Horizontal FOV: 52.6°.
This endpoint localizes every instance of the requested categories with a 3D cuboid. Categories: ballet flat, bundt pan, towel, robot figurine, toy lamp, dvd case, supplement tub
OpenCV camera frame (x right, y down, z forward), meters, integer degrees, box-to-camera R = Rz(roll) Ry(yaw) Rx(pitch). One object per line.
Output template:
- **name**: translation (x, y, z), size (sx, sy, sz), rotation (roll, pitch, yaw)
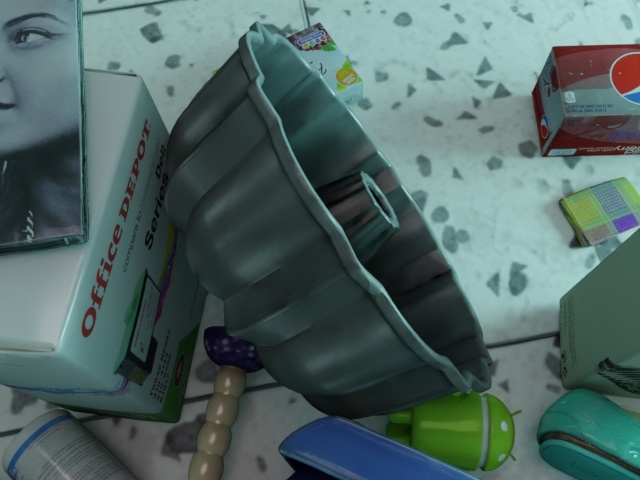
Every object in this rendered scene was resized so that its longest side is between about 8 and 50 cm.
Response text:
- **ballet flat**: translation (0.305, 0.202, 0.539), size (0.247, 0.083, 0.087), rotation (32, 57, 13)
- **bundt pan**: translation (0.000, 0.000, 0.526), size (0.124, 0.331, 0.331), rotation (-34, 67, 16)
- **towel**: translation (0.296, -0.031, 0.675), size (0.083, 0.009, 0.060), rotation (-21, 67, -8)
- **robot figurine**: translation (0.115, 0.164, 0.566), size (0.115, 0.067, 0.101), rotation (5, 95, 5)
- **toy lamp**: translation (-0.104, 0.212, 0.549), size (0.080, 0.080, 0.275), rotation (9, 67, 6)
- **dvd case**: translation (-0.234, -0.088, 0.413), size (0.164, 0.018, 0.221), rotation (-9, 66, -3)
- **supplement tub**: translation (-0.213, 0.205, 0.560), size (0.107, 0.071, 0.071), rotation (37, 73, 17)

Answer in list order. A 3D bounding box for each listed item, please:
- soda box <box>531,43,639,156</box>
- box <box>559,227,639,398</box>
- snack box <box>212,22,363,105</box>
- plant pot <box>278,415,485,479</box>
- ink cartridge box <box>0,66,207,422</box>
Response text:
- **soda box**: translation (0.368, -0.149, 0.683), size (0.263, 0.083, 0.092), rotation (-1, 67, 1)
- **box**: translation (0.279, 0.054, 0.494), size (0.113, 0.275, 0.094), rotation (5, 69, 5)
- **snack box**: translation (-0.037, -0.176, 0.736), size (0.141, 0.037, 0.100), rotation (-28, 70, -10)
- **plant pot**: translation (0.041, 0.257, 0.438), size (0.235, 0.236, 0.212), rotation (22, 69, 13)
- **ink cartridge box**: translation (-0.181, 0.023, 0.525), size (0.117, 0.278, 0.201), rotation (6, 67, 6)
